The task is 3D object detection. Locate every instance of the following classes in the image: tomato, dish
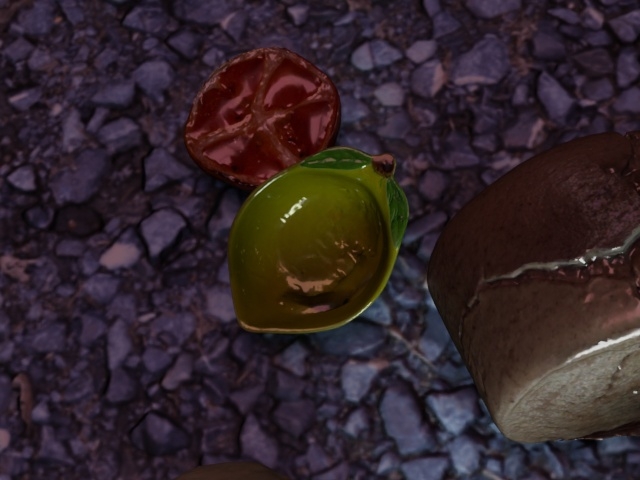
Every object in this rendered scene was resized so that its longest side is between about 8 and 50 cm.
[{"bbox_3d":[-0.050,-0.107,1.440,0.156,0.069,0.155,-4,67,9],"label":"tomato"},{"bbox_3d":[0.000,0.000,1.366,0.149,0.080,0.207,44,96,2],"label":"dish"}]

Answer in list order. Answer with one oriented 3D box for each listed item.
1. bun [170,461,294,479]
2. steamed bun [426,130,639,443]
[{"bbox_3d":[-0.046,0.360,1.154,0.326,0.234,0.362,-40,83,-3],"label":"bun"},{"bbox_3d":[0.248,0.026,1.264,0.301,0.199,0.251,-19,62,1],"label":"steamed bun"}]
